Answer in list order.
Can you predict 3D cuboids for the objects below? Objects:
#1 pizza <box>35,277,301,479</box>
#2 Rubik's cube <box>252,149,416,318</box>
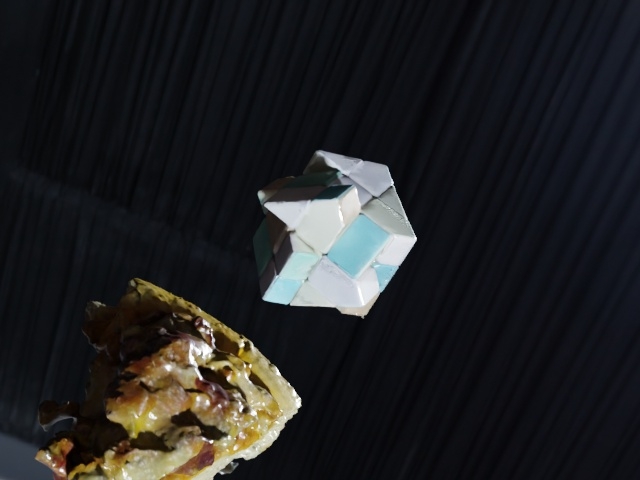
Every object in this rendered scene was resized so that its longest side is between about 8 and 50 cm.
[{"bbox_3d":[-0.100,0.105,0.532,0.154,0.069,0.194,39,36,-4],"label":"pizza"},{"bbox_3d":[0.000,-0.003,0.467,0.073,0.075,0.084,12,25,-25],"label":"Rubik's cube"}]
